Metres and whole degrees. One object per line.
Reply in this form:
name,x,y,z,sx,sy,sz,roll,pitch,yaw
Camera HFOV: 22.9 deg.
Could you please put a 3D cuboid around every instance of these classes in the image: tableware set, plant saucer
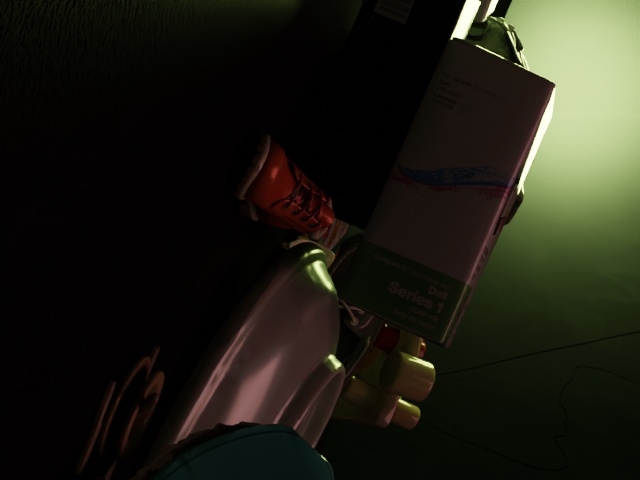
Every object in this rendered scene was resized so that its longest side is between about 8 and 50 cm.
tableware set,-0.161,0.184,1.242,0.128,0.039,0.194,-42,155,-75
plant saucer,-0.068,0.198,1.612,0.400,0.100,0.400,-58,169,-17

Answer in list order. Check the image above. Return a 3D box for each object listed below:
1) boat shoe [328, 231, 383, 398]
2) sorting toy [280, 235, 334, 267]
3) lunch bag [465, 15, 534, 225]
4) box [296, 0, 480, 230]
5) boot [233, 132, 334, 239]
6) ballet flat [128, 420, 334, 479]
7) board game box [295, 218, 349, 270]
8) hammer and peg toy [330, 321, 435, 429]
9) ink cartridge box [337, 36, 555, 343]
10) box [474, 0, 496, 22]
boat shoe,0.009,0.150,2.177,0.095,0.112,0.335,-60,176,-74
sorting toy,-0.035,0.039,1.755,0.075,0.045,0.083,-56,165,24
lunch bag,0.203,-0.169,2.276,0.305,0.212,0.256,78,20,-80
box,0.069,-0.153,1.660,0.184,0.103,0.261,-43,156,-80
boot,-0.026,-0.043,1.345,0.059,0.084,0.158,-64,172,-9
ballet flat,-0.143,0.262,1.187,0.409,0.147,0.147,-33,149,-53
board game box,0.000,0.000,1.947,0.136,0.030,0.260,-66,174,20
hammer and peg toy,0.110,0.145,2.306,0.361,0.127,0.266,-7,-122,66
ink cartridge box,0.131,-0.041,1.594,0.201,0.117,0.278,38,76,-82
box,0.192,-0.344,2.015,0.101,0.087,0.102,-49,162,-69
